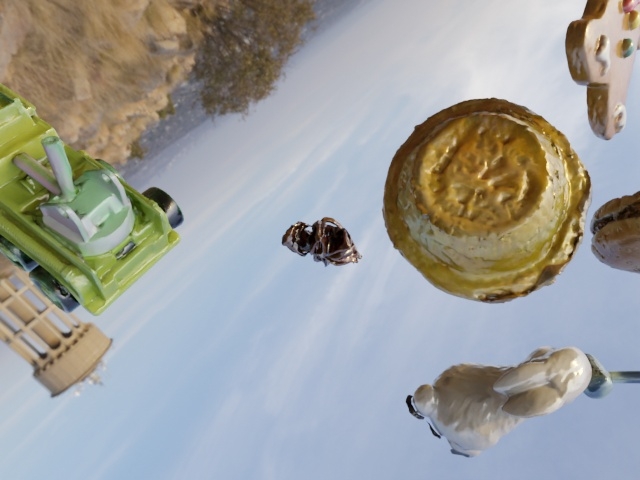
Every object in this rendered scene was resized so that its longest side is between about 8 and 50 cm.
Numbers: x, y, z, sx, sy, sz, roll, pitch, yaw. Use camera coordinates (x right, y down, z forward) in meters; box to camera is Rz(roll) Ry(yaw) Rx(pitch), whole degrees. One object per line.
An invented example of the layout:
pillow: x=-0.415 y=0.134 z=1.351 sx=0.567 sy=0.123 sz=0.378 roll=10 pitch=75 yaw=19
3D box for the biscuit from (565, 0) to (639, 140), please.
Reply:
biscuit: x=0.402 y=-0.321 z=0.626 sx=0.047 sy=0.216 sz=0.340 roll=9 pitch=-112 yaw=45

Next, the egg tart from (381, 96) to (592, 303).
egg tart: x=0.208 y=-0.062 z=0.624 sx=0.288 sy=0.288 sz=0.118 roll=-34 pitch=160 yaw=10

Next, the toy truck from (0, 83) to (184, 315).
toy truck: x=-0.251 y=-0.066 z=0.405 sx=0.128 sy=0.259 sz=0.135 roll=-49 pitch=164 yaw=-32

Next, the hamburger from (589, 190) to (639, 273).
hamburger: x=0.748 y=0.000 z=1.025 sx=0.259 sy=0.283 sz=0.145 roll=108 pitch=-7 yaw=-65

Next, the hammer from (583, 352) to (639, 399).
hammer: x=0.689 y=0.311 z=1.098 sx=0.193 sy=0.070 sz=0.116 roll=-2 pitch=-161 yaw=8

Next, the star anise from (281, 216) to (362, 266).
star anise: x=0.000 y=0.000 z=1.282 sx=0.190 sy=0.126 sz=0.220 roll=-3 pitch=165 yaw=16

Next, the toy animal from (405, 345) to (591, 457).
toy animal: x=0.399 y=0.333 z=1.043 sx=0.357 sy=0.257 sz=0.194 roll=-42 pitch=-131 yaw=36
